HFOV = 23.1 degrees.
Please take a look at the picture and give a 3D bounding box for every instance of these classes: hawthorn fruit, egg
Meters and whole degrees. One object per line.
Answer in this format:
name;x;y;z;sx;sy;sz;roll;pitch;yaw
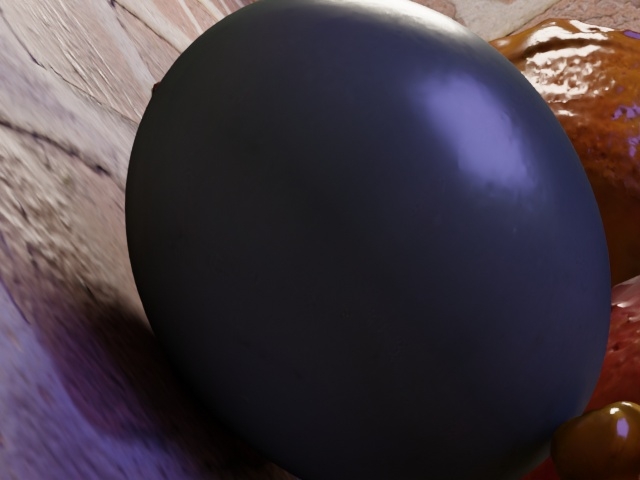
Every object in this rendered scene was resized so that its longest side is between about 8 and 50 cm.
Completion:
hawthorn fruit;0.265;-0.004;1.520;0.472;0.471;0.472;56;5;-8
egg;0.022;0.009;0.587;0.231;0.168;0.168;55;5;-43

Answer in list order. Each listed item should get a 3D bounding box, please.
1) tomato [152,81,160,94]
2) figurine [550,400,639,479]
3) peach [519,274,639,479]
tomato;-0.005;-0.032;0.999;0.228;0.101;0.228;55;8;-12
figurine;0.152;0.194;0.503;0.320;0.196;0.323;55;15;-35
peach;0.270;0.181;0.860;0.388;0.388;0.388;56;5;-8
